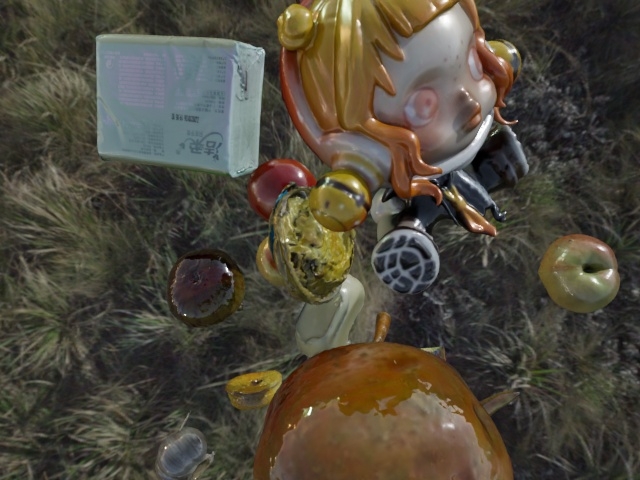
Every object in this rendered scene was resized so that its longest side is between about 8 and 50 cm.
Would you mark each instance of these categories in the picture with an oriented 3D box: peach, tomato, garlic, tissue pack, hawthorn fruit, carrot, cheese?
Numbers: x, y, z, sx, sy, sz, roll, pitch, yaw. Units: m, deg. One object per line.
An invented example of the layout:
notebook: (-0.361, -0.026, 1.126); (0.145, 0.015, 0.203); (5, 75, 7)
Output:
peach: (-0.130, 0.058, 1.579); (0.184, 0.184, 0.184); (0, 79, 1)
tomato: (-0.096, -0.120, 1.221); (0.195, 0.195, 0.136); (-15, 56, -2)
garlic: (-0.472, 0.760, 1.702); (0.206, 0.257, 0.207); (2, 111, 5)
tissue pack: (-0.367, -0.358, 1.238); (0.404, 0.205, 0.332); (9, 106, 15)
hawthorn fruit: (0.086, 0.233, 0.505); (0.298, 0.277, 0.277); (-25, 79, 0)
carrot: (0.231, 0.354, 1.802); (0.061, 0.210, 0.061); (6, 115, 13)
cheese: (0.034, 0.221, 1.352); (0.127, 0.233, 0.266); (23, 83, 23)
peach: (0.717, 0.098, 1.313); (0.232, 0.232, 0.233); (0, 79, 1)

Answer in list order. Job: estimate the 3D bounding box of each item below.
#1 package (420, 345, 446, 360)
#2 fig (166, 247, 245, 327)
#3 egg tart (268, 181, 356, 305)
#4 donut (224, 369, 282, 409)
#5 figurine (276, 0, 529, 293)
package: (0.355, 0.403, 1.536); (0.120, 0.031, 0.108); (-7, 89, 26)
fig: (-0.288, 0.162, 1.321); (0.216, 0.321, 0.217); (-7, 62, 13)
egg tart: (0.000, 0.000, 1.043); (0.107, 0.290, 0.291); (-9, 76, 33)
donut: (-0.216, 0.497, 1.544); (0.190, 0.174, 0.075); (-11, 95, -10)
figurine: (0.080, -0.137, 0.490); (0.320, 0.196, 0.323); (-41, 119, -26)
